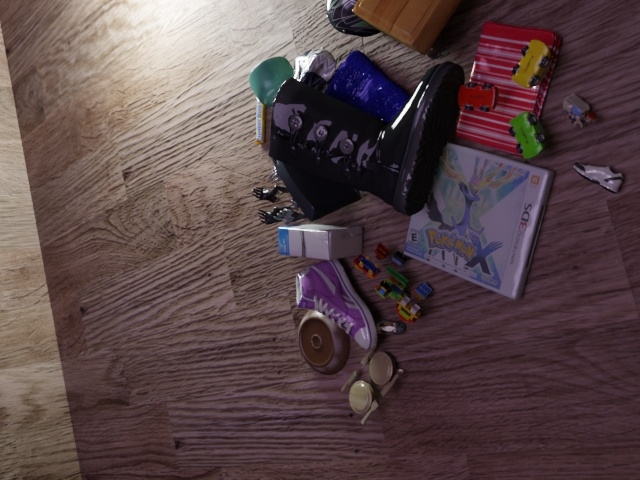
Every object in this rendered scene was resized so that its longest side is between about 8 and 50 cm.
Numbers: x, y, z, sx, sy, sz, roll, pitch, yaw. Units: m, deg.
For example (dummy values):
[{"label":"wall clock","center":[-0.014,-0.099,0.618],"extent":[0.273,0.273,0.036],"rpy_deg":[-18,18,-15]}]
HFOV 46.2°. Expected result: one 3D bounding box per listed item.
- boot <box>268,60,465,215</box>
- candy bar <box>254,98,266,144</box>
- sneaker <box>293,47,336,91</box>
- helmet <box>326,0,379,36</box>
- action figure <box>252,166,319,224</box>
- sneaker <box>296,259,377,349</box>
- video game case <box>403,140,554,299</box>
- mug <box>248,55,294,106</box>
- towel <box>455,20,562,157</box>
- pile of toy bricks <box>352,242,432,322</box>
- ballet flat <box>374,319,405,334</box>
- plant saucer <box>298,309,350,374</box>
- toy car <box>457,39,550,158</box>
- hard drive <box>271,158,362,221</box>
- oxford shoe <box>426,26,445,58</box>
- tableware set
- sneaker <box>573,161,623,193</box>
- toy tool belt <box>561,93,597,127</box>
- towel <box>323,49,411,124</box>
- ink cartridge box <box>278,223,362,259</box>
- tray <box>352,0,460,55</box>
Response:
[{"label":"boot","center":[0.092,-0.306,1.816],"extent":[0.445,0.146,0.367],"rpy_deg":[28,108,33]},{"label":"candy bar","center":[-0.179,-0.367,2.249],"extent":[0.040,0.018,0.162],"rpy_deg":[9,100,43]},{"label":"sneaker","center":[-0.046,-0.427,2.040],"extent":[0.235,0.094,0.153],"rpy_deg":[-58,17,25]},{"label":"helmet","center":[0.100,-0.590,1.859],"extent":[0.169,0.161,0.170],"rpy_deg":[5,97,44]},{"label":"action figure","center":[-0.081,-0.120,2.096],"extent":[0.275,0.141,0.164],"rpy_deg":[-16,77,46]},{"label":"sneaker","center":[0.028,0.188,1.992],"extent":[0.282,0.161,0.102],"rpy_deg":[57,150,28]},{"label":"video game case","center":[0.356,-0.058,1.749],"extent":[0.329,0.036,0.300],"rpy_deg":[24,110,40]},{"label":"mug","center":[-0.120,-0.437,2.125],"extent":[0.129,0.157,0.097],"rpy_deg":[-34,72,15]},{"label":"towel","center":[0.412,-0.341,1.675],"extent":[0.198,0.031,0.275],"rpy_deg":[27,112,40]},{"label":"pile of toy bricks","center":[0.182,0.113,1.904],"extent":[0.212,0.118,0.105],"rpy_deg":[41,150,16]},{"label":"ballet flat","center":[0.167,0.227,1.956],"extent":[0.114,0.041,0.041],"rpy_deg":[-7,89,44]},{"label":"plant saucer","center":[-0.001,0.286,2.127],"extent":[0.198,0.036,0.199],"rpy_deg":[6,98,44]},{"label":"toy car","center":[0.426,-0.280,1.609],"extent":[0.239,0.053,0.225],"rpy_deg":[-30,74,43]},{"label":"hard drive","center":[-0.016,-0.186,2.007],"extent":[0.255,0.172,0.054],"rpy_deg":[59,167,26]},{"label":"oxford shoe","center":[0.228,-0.536,1.789],"extent":[0.082,0.096,0.227],"rpy_deg":[-30,75,39]},{"label":"tableware set","center":[0.143,0.380,1.996],"extent":[0.194,0.039,0.128],"rpy_deg":[-58,44,23]},{"label":"sneaker","center":[0.571,-0.137,1.540],"extent":[0.109,0.040,0.044],"rpy_deg":[35,101,32]},{"label":"toy tool belt","center":[0.536,-0.261,1.557],"extent":[0.083,0.052,0.051],"rpy_deg":[52,157,31]},{"label":"towel","center":[0.121,-0.317,1.925],"extent":[0.308,0.076,0.228],"rpy_deg":[49,125,30]},{"label":"ink cartridge box","center":[0.000,0.000,2.025],"extent":[0.190,0.139,0.082],"rpy_deg":[7,100,43]},{"label":"tray","center":[0.263,-0.643,1.677],"extent":[0.203,0.076,0.411],"rpy_deg":[40,102,34]}]
